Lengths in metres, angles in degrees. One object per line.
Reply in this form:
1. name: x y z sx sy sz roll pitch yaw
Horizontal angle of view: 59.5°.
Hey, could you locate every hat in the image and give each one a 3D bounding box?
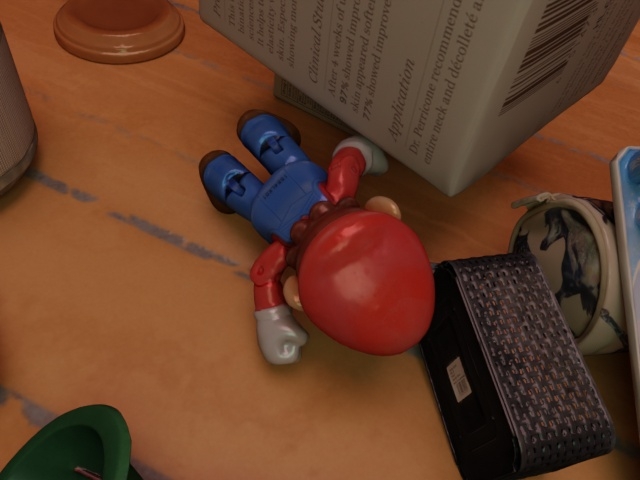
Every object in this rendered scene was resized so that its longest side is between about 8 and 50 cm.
1. hat: -0.134 0.239 0.422 0.209 0.183 0.172 -14 45 38

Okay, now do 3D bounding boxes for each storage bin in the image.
1. storage bin: 0.157 0.112 0.496 0.085 0.122 0.180 -5 60 -13

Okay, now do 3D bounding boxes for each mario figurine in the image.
1. mario figurine: 0.000 0.000 0.571 0.170 0.198 0.320 -4 36 -35

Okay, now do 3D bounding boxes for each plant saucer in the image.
1. plant saucer: -0.318 -0.350 0.885 0.200 0.037 0.199 4 50 -5

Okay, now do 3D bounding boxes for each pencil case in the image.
1. pencil case: 0.410 0.026 0.592 0.411 0.160 0.183 -1 70 -9

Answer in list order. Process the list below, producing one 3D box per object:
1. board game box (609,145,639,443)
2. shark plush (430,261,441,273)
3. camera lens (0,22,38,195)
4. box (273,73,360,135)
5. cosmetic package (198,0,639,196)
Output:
1. board game box: 0.459 0.104 0.481 0.391 0.050 0.389 -1 82 -9
2. shark plush: 0.070 0.049 0.616 0.162 0.073 0.067 -7 28 12
3. camera lens: -0.428 -0.170 0.559 0.220 0.274 0.219 4 50 -5
4. box: 0.095 -0.217 0.764 0.311 0.147 0.121 31 53 16
5. cosmetic package: 0.113 -0.329 0.552 0.327 0.329 0.394 -36 64 -29
